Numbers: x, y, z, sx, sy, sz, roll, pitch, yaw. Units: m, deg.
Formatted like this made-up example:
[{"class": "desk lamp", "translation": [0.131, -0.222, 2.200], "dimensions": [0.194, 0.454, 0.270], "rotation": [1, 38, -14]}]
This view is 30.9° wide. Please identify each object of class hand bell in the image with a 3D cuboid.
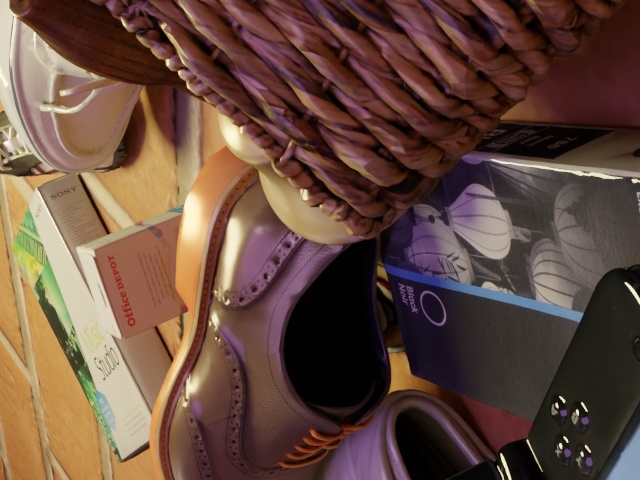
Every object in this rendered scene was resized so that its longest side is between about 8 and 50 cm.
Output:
[{"class": "hand bell", "translation": [-0.053, -0.082, 0.575], "dimensions": [0.126, 0.242, 0.126], "rotation": [-9, 73, 34]}]

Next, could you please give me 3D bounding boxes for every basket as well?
[{"class": "basket", "translation": [0.011, -0.195, 0.501], "dimensions": [0.299, 0.213, 0.223], "rotation": [42, 124, -1]}]

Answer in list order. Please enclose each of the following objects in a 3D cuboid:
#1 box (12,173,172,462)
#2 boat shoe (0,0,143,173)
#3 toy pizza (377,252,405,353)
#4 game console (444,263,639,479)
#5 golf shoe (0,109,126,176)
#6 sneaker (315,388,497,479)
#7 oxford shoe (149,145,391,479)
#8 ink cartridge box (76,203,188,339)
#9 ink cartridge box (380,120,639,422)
[{"class": "box", "translation": [-0.272, 0.103, 1.412], "dimensions": [0.322, 0.058, 0.232], "rotation": [63, 152, 8]}, {"class": "boat shoe", "translation": [-0.169, -0.180, 0.949], "dimensions": [0.156, 0.136, 0.367], "rotation": [43, 135, 31]}, {"class": "toy pizza", "translation": [0.000, 0.000, 0.838], "dimensions": [0.201, 0.032, 0.201], "rotation": [31, 139, 32]}, {"class": "game console", "translation": [0.098, 0.200, 0.493], "dimensions": [0.250, 0.173, 0.293], "rotation": [100, 155, -46]}, {"class": "golf shoe", "translation": [-0.289, -0.105, 1.215], "dimensions": [0.273, 0.120, 0.105], "rotation": [-9, 102, 60]}, {"class": "sneaker", "translation": [0.084, 0.247, 0.843], "dimensions": [0.292, 0.108, 0.169], "rotation": [66, 156, 2]}, {"class": "oxford shoe", "translation": [-0.030, 0.115, 0.794], "dimensions": [0.133, 0.130, 0.364], "rotation": [35, 135, 39]}, {"class": "ink cartridge box", "translation": [-0.151, 0.026, 1.066], "dimensions": [0.052, 0.122, 0.088], "rotation": [8, 118, 58]}, {"class": "ink cartridge box", "translation": [0.147, 0.025, 0.607], "dimensions": [0.332, 0.065, 0.165], "rotation": [11, 120, 57]}]
